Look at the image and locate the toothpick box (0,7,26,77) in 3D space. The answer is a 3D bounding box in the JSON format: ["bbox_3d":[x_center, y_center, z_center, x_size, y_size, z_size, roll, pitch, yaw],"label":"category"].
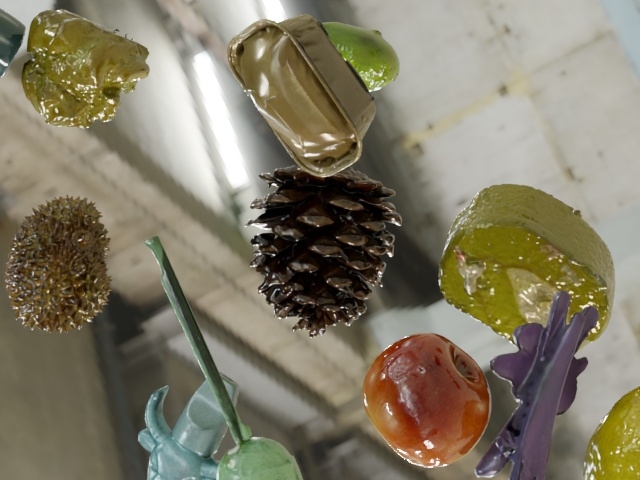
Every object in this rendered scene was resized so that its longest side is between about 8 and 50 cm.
[{"bbox_3d":[-0.562,-0.335,2.486,0.184,0.120,0.120,27,-152,-17],"label":"toothpick box"}]

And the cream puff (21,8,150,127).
[{"bbox_3d":[-0.386,-0.265,2.464,0.195,0.194,0.221,55,166,-27],"label":"cream puff"}]

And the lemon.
[{"bbox_3d":[0.449,0.302,1.936,0.310,0.253,0.253,77,179,-48],"label":"lemon"}]

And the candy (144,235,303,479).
[{"bbox_3d":[-0.144,0.195,2.197,0.440,0.119,0.119,67,-165,4],"label":"candy"}]

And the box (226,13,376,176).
[{"bbox_3d":[-0.019,-0.153,1.634,0.177,0.111,0.111,53,-164,-9],"label":"box"}]

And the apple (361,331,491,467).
[{"bbox_3d":[0.134,0.194,1.947,0.163,0.139,0.163,44,-171,-9],"label":"apple"}]

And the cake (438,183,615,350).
[{"bbox_3d":[0.306,0.044,2.267,0.260,0.179,0.156,30,-142,-4],"label":"cake"}]

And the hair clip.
[{"bbox_3d":[0.263,0.198,1.965,0.137,0.090,0.279,26,-111,-20],"label":"hair clip"}]

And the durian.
[{"bbox_3d":[-0.319,0.036,1.905,0.137,0.168,0.158,25,-132,-20],"label":"durian"}]

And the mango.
[{"bbox_3d":[0.046,-0.306,2.573,0.119,0.178,0.100,128,160,-71],"label":"mango"}]

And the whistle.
[{"bbox_3d":[-0.208,0.334,2.497,0.186,0.274,0.093,31,-167,18],"label":"whistle"}]

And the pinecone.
[{"bbox_3d":[0.000,0.000,2.251,0.224,0.224,0.273,7,-88,-72],"label":"pinecone"}]
